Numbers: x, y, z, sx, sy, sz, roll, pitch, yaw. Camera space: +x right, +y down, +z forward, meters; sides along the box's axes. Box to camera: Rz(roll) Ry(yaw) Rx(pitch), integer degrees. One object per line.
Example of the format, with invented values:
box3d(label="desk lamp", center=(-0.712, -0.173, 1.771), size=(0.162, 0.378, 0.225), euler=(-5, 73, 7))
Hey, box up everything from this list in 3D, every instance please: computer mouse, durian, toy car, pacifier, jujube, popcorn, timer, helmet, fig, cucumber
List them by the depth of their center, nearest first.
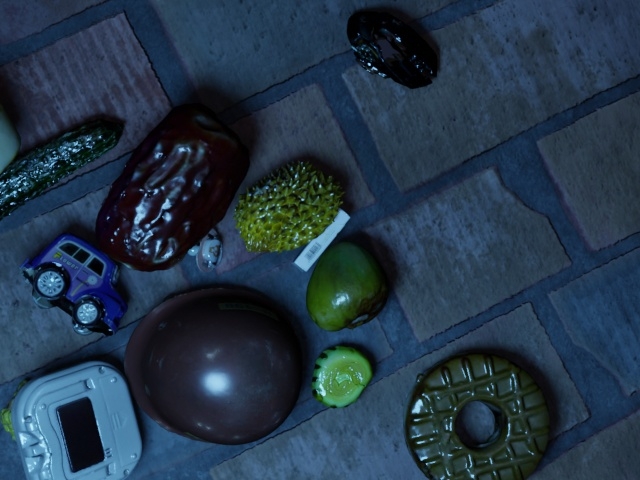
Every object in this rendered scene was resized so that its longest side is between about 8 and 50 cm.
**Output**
box3d(label="timer", center=(-0.479, 0.382, 1.669), size=(0.237, 0.087, 0.261), euler=(-16, 94, -40))
box3d(label="helmet", center=(-0.192, 0.272, 1.693), size=(0.385, 0.230, 0.337), euler=(18, 88, -19))
box3d(label="jujube", center=(-0.298, -0.107, 1.715), size=(0.258, 0.258, 0.376), euler=(28, 81, -4))
box3d(label="popcorn", center=(-0.588, 0.351, 1.728), size=(0.145, 0.126, 0.126), euler=(-19, 98, 4))
box3d(label="toy car", center=(-0.498, 0.093, 1.737), size=(0.235, 0.172, 0.158), euler=(38, 69, -7))
box3d(label="cucumber", center=(-0.579, -0.159, 1.773), size=(0.359, 0.096, 0.096), euler=(-33, 90, -6))
box3d(label="fig", center=(0.055, 0.097, 1.782), size=(0.181, 0.181, 0.190), euler=(-4, 79, -6))
box3d(label="durian", center=(-0.071, -0.082, 1.786), size=(0.250, 0.183, 0.138), euler=(-37, 122, -12))
box3d(label="pacifier", center=(-0.255, 0.022, 1.818), size=(0.078, 0.081, 0.099), euler=(2, 74, 26))
box3d(label="computer mouse", center=(0.162, -0.435, 1.877), size=(0.242, 0.077, 0.146), euler=(36, 86, -3))

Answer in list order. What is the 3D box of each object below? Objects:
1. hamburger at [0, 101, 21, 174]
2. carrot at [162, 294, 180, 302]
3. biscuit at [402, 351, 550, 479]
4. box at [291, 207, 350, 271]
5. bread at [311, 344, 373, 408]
box3d(label="hamburger", center=(-0.748, -0.190, 1.664), size=(0.276, 0.294, 0.179), euler=(-47, 124, -21))
box3d(label="carrot", center=(-0.316, 0.209, 1.797), size=(0.060, 0.060, 0.186), euler=(0, 90, -6))
box3d(label="biscuit", center=(0.343, 0.405, 1.832), size=(0.332, 0.103, 0.331), euler=(0, 87, -7))
box3d(label="box", center=(0.000, 0.000, 1.829), size=(0.040, 0.084, 0.154), euler=(38, 84, -1))
box3d(label="bread", center=(0.044, 0.298, 1.822), size=(0.130, 0.071, 0.139), euler=(19, 83, -8))
